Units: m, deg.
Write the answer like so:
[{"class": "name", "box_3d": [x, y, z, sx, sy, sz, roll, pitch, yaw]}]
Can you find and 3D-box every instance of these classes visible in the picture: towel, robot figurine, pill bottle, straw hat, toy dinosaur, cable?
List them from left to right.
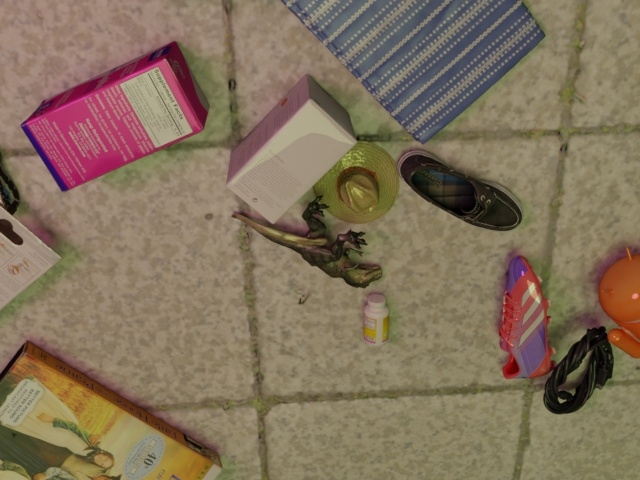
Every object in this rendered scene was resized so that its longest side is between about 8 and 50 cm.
[{"class": "toy dinosaur", "box_3d": [0.000, 0.000, 1.140, 0.268, 0.064, 0.118, 28, 136, -16]}, {"class": "straw hat", "box_3d": [0.059, -0.076, 1.113, 0.145, 0.061, 0.144, -1, 119, -3]}, {"class": "pill bottle", "box_3d": [0.095, 0.134, 1.236, 0.043, 0.043, 0.083, -2, 118, -3]}, {"class": "towel", "box_3d": [0.122, -0.322, 1.006, 0.243, 0.040, 0.336, -41, 115, 14]}, {"class": "cable", "box_3d": [0.453, 0.227, 1.282, 0.151, 0.047, 0.184, -26, 133, -16]}, {"class": "robot figurine", "box_3d": [0.552, 0.105, 1.208, 0.219, 0.128, 0.158, 37, 124, -22]}]

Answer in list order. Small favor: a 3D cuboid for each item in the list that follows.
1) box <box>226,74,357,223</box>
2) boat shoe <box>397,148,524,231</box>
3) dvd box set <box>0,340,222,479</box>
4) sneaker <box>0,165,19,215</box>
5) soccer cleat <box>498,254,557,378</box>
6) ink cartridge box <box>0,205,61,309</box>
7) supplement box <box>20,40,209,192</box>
[{"class": "box", "box_3d": [-0.043, -0.131, 1.036, 0.091, 0.130, 0.170, 41, 109, -21]}, {"class": "boat shoe", "box_3d": [0.222, -0.067, 1.120, 0.229, 0.076, 0.080, 29, 112, -18]}, {"class": "dvd box set", "box_3d": [-0.430, 0.412, 1.284, 0.420, 0.062, 0.307, 39, 89, -21]}, {"class": "sneaker", "box_3d": [-0.507, -0.101, 1.060, 0.073, 0.063, 0.162, -11, 117, 7]}, {"class": "soccer cleat", "box_3d": [0.339, 0.139, 1.236, 0.095, 0.083, 0.248, -18, 121, 3]}, {"class": "ink cartridge box", "box_3d": [-0.538, 0.022, 1.122, 0.232, 0.066, 0.189, -38, 113, 14]}, {"class": "supplement box", "box_3d": [-0.277, -0.172, 1.009, 0.220, 0.111, 0.114, -21, 117, 7]}]
